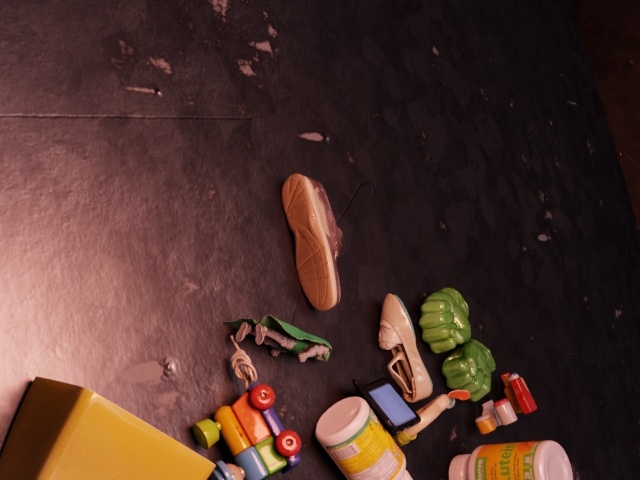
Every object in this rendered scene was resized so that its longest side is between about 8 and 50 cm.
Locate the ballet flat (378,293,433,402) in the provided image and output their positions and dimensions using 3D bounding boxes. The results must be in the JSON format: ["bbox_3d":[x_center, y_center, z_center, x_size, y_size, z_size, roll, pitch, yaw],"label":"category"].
[{"bbox_3d":[0.175,0.241,1.521,0.086,0.086,0.248,-27,97,-48],"label":"ballet flat"}]

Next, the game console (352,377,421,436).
[{"bbox_3d":[0.131,0.314,1.365,0.071,0.122,0.107,-37,146,-9],"label":"game console"}]

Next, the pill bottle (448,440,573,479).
[{"bbox_3d":[0.412,0.519,1.529,0.136,0.246,0.136,19,61,-40],"label":"pill bottle"}]

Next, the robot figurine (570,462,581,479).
[{"bbox_3d":[0.573,0.688,1.694,0.209,0.173,0.278,22,57,-12],"label":"robot figurine"}]

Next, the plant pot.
[{"bbox_3d":[-0.306,0.317,0.904,0.212,0.212,0.187,42,61,-28],"label":"plant pot"}]

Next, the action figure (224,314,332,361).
[{"bbox_3d":[-0.053,0.189,1.283,0.232,0.137,0.063,26,72,-48],"label":"action figure"}]

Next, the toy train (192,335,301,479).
[{"bbox_3d":[-0.152,0.293,1.159,0.143,0.105,0.248,-21,69,-31],"label":"toy train"}]

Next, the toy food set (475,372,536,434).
[{"bbox_3d":[0.460,0.396,1.733,0.232,0.111,0.104,-8,69,-46],"label":"toy food set"}]

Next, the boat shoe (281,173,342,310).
[{"bbox_3d":[0.000,0.000,1.410,0.092,0.103,0.285,-4,72,-42],"label":"boat shoe"}]

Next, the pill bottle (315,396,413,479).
[{"bbox_3d":[0.091,0.413,1.332,0.208,0.118,0.117,56,44,-15],"label":"pill bottle"}]

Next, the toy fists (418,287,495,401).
[{"bbox_3d":[0.329,0.251,1.659,0.142,0.096,0.279,-38,104,-46],"label":"toy fists"}]

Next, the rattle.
[{"bbox_3d":[0.203,0.335,1.479,0.200,0.130,0.143,-35,63,-21],"label":"rattle"}]
